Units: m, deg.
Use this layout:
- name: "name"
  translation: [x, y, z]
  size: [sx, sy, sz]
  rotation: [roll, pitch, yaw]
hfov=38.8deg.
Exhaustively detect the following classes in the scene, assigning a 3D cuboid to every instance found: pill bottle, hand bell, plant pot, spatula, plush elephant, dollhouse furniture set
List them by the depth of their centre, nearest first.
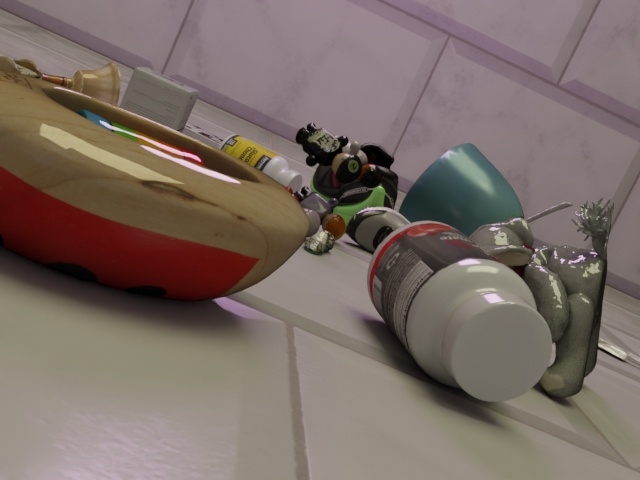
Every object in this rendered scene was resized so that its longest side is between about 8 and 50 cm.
- name: "pill bottle"
  translation: [0.184, 0.093, 1.231]
  size: [0.176, 0.176, 0.318]
  rotation: [22, 10, -17]
- name: "plush elephant"
  translation: [0.335, 0.079, 1.516]
  size: [0.255, 0.330, 0.272]
  rotation: [9, 10, 22]
- name: "dollhouse furniture set"
  translation: [-0.496, -0.242, 1.542]
  size: [0.160, 0.101, 0.182]
  rotation: [25, 9, -1]
- name: "pill bottle"
  translation: [-0.134, -0.149, 1.966]
  size: [0.184, 0.103, 0.103]
  rotation: [28, 10, 19]
- name: "hand bell"
  translation: [-0.583, -0.354, 2.029]
  size: [0.242, 0.126, 0.126]
  rotation: [3, 20, -34]
- name: "spatula"
  translation: [0.750, 0.286, 2.134]
  size: [0.242, 0.019, 0.168]
  rotation: [28, 4, 13]
- name: "plant pot"
  translation: [0.387, -0.069, 2.372]
  size: [0.235, 0.293, 0.293]
  rotation: [44, 16, 23]

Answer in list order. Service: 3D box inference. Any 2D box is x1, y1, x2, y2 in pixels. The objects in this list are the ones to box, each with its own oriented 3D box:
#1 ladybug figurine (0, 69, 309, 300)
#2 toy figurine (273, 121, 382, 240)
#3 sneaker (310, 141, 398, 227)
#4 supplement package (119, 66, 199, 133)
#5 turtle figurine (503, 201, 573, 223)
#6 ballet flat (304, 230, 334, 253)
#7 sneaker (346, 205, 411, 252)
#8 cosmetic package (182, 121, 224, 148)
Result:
- name: "ladybug figurine"
  translation: [-0.224, -0.049, 0.997]
  size: [0.449, 0.162, 0.305]
  rotation: [20, 11, -30]
- name: "toy figurine"
  translation: [0.010, -0.107, 1.796]
  size: [0.148, 0.213, 0.209]
  rotation: [41, 12, 24]
- name: "sneaker"
  translation: [0.106, -0.145, 2.261]
  size: [0.185, 0.202, 0.483]
  rotation: [23, 10, -18]
- name: "supplement package"
  translation: [-0.296, -0.196, 1.566]
  size: [0.105, 0.179, 0.105]
  rotation: [24, 10, -4]
- name: "turtle figurine"
  translation: [0.304, 0.040, 1.741]
  size: [0.266, 0.275, 0.198]
  rotation: [17, -14, -7]
- name: "ballet flat"
  translation: [0.000, 0.000, 1.688]
  size: [0.041, 0.041, 0.114]
  rotation: [27, 10, 13]
- name: "sneaker"
  translation: [0.182, 0.008, 1.949]
  size: [0.271, 0.100, 0.108]
  rotation: [22, 15, -20]
- name: "cosmetic package"
  translation: [-0.321, -0.250, 2.170]
  size: [0.239, 0.060, 0.099]
  rotation: [28, 9, 17]
